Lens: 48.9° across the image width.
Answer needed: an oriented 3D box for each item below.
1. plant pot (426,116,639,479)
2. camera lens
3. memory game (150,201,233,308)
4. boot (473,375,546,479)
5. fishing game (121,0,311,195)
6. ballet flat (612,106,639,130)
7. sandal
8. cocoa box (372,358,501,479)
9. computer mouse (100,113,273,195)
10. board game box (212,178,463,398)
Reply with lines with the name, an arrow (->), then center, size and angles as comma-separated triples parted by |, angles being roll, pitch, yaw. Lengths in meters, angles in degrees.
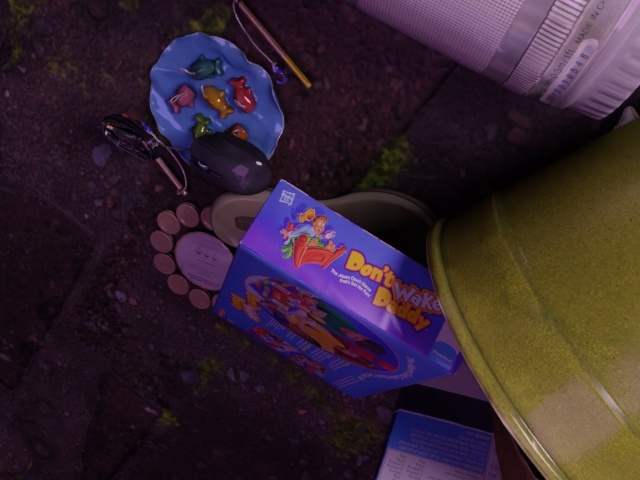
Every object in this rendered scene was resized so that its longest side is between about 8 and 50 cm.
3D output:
plant pot -> 0.346, 0.026, 0.607 | 0.353, 0.366, 0.366 | -40, 99, 25
camera lens -> 0.157, -0.249, 0.573 | 0.274, 0.219, 0.219 | 30, 126, 4
memory game -> -0.161, 0.028, 1.005 | 0.186, 0.012, 0.186 | 10, 123, 16
boot -> 0.213, 0.133, 0.733 | 0.112, 0.305, 0.115 | -11, 133, 10
fishing game -> -0.136, -0.158, 0.866 | 0.264, 0.041, 0.189 | -29, 103, 34
ballet flat -> 0.325, -0.122, 0.698 | 0.114, 0.041, 0.041 | -30, 104, 34
sandal -> -0.001, 0.001, 0.871 | 0.303, 0.086, 0.120 | 4, 121, 16
cocoa box -> 0.191, 0.339, 0.861 | 0.231, 0.228, 0.347 | 12, 139, 16
computer mouse -> -0.172, -0.107, 0.874 | 0.242, 0.041, 0.071 | 16, 134, 15
board game box -> 0.005, 0.080, 0.809 | 0.233, 0.078, 0.347 | 32, 160, -3
